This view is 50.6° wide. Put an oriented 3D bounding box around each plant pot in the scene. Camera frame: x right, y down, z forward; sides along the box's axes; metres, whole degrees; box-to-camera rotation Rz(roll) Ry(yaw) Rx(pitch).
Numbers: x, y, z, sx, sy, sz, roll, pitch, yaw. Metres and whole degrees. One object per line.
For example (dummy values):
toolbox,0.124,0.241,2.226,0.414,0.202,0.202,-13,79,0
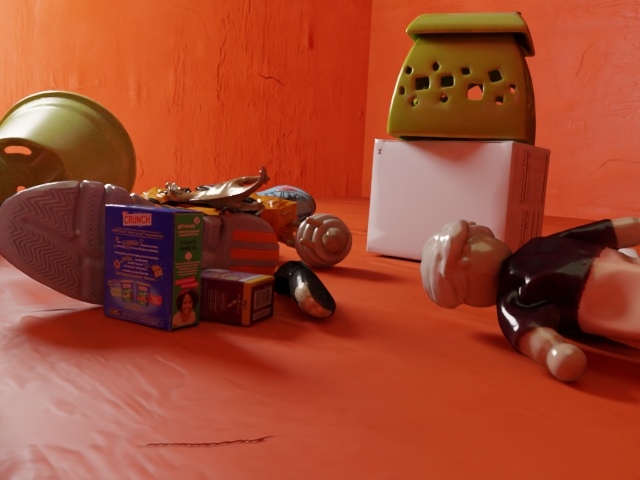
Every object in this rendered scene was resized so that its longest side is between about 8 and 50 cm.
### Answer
plant pot,0.256,-0.269,1.163,0.228,0.207,0.227,7,5,21
plant pot,-0.493,-0.117,1.210,0.276,0.276,0.254,2,17,-4

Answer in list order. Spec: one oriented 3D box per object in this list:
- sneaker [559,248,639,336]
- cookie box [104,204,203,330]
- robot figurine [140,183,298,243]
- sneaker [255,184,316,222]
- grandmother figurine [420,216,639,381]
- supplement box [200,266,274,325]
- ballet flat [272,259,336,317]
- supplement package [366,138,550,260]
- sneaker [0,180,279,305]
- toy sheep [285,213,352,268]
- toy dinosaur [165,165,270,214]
sneaker,0.276,0.048,0.721,0.121,0.079,0.217,4,7,13
cookie box,-0.156,0.022,0.631,0.092,0.107,0.040,7,8,32
robot figurine,-0.194,-0.027,1.065,0.291,0.085,0.211,7,23,29
sneaker,-0.139,-0.061,1.585,0.262,0.104,0.125,-2,24,-3
grandmother figurine,0.231,0.046,0.573,0.342,0.104,0.208,11,31,41
supplement box,-0.094,0.054,0.664,0.083,0.043,0.055,6,7,21
ballet flat,-0.020,0.057,0.721,0.049,0.057,0.173,-39,10,-3
supplement package,0.230,-0.065,1.160,0.262,0.203,0.145,8,6,40
sneaker,-0.221,0.008,0.780,0.321,0.124,0.180,12,-5,-40
toy sheep,0.000,0.000,1.017,0.091,0.091,0.132,0,2,-22
toy dinosaur,-0.101,-0.052,0.783,0.183,0.053,0.093,-3,4,41
